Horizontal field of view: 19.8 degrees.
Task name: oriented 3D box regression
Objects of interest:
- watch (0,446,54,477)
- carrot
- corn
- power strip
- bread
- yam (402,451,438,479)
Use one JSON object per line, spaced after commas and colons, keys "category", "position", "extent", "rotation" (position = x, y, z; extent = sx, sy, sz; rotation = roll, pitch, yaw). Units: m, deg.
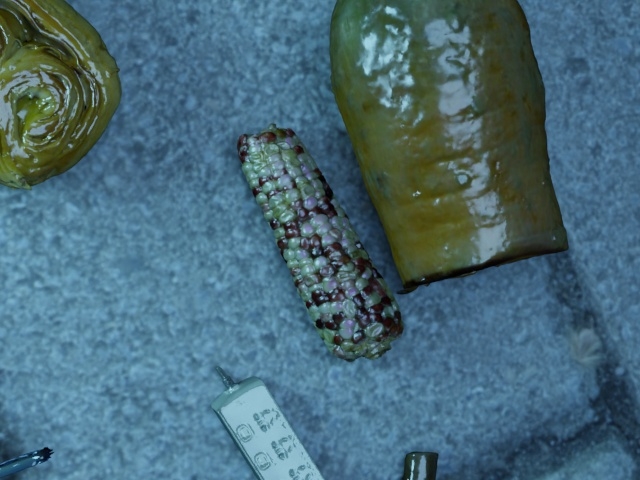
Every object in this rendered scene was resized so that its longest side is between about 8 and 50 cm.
{"category": "watch", "position": [-0.409, 0.325, 1.782], "extent": [0.274, 0.068, 0.276], "rotation": [3, 76, 11]}
{"category": "carrot", "position": [0.134, -0.126, 1.942], "extent": [0.224, 0.224, 0.341], "rotation": [-13, 90, -15]}
{"category": "corn", "position": [0.000, 0.000, 1.961], "extent": [0.092, 0.092, 0.280], "rotation": [-25, 87, -16]}
{"category": "power strip", "position": [-0.041, 0.239, 1.952], "extent": [0.060, 0.027, 0.253], "rotation": [-33, 92, -16]}
{"category": "bread", "position": [-0.325, -0.173, 1.885], "extent": [0.236, 0.120, 0.198], "rotation": [42, 77, -6]}
{"category": "yam", "position": [0.097, 0.389, 1.960], "extent": [0.045, 0.045, 0.327], "rotation": [11, 79, -35]}
